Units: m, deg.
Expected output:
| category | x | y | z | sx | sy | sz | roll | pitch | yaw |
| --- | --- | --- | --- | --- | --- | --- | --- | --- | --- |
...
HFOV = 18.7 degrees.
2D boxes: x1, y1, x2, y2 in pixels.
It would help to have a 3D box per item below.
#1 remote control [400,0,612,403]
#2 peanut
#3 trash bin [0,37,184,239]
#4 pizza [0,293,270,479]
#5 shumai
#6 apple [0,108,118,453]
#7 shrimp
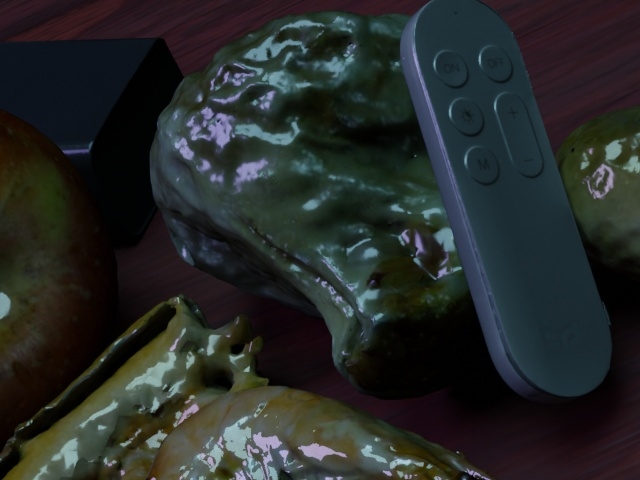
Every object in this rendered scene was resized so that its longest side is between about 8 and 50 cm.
| category | x | y | z | sx | sy | sz | roll | pitch | yaw |
| --- | --- | --- | --- | --- | --- | --- | --- | --- | --- |
| remote control | 0.106 | -0.025 | 1.112 | 0.077 | 0.245 | 0.022 | -10 | -14 | -30 |
| peanut | 0.251 | -0.034 | 1.138 | 0.236 | 0.110 | 0.120 | -8 | 21 | 15 |
| trash bin | -0.227 | -0.073 | 1.516 | 0.225 | 0.115 | 0.165 | -2 | 41 | 28 |
| pizza | -0.139 | 0.232 | 1.089 | 0.392 | 0.080 | 0.435 | -34 | 34 | -8 |
| shumai | 0.000 | 0.000 | 1.196 | 0.260 | 0.225 | 0.222 | -18 | 52 | 42 |
| apple | -0.274 | 0.031 | 1.294 | 0.206 | 0.251 | 0.272 | -2 | 57 | 55 |
| shrimp | -0.003 | 0.137 | 1.022 | 0.236 | 0.053 | 0.133 | 11 | 40 | 39 |
